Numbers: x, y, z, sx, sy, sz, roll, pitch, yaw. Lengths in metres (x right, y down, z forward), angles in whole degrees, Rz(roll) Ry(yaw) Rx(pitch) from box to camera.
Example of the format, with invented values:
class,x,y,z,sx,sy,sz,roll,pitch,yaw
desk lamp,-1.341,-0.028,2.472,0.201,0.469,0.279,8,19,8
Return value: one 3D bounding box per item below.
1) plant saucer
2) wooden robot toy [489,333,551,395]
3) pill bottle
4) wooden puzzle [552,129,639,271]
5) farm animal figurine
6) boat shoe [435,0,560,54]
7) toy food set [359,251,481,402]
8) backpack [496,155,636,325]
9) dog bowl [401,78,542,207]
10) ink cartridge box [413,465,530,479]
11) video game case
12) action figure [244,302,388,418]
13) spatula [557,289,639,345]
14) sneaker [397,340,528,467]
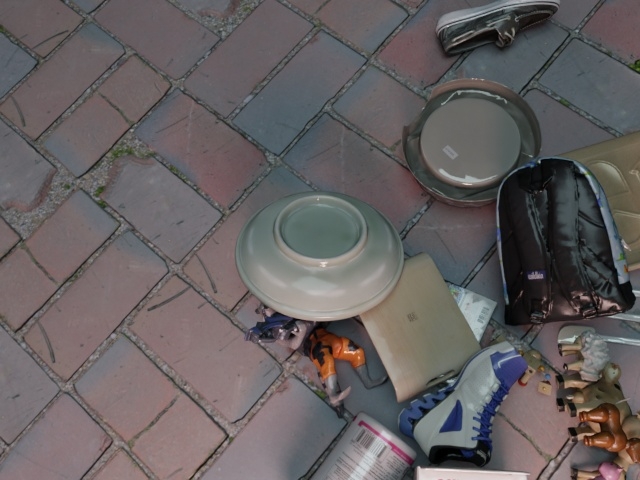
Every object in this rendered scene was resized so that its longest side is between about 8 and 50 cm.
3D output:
class,x,y,z,sx,sy,sz,roll,pitch,yaw
plant saucer,0.000,0.000,1.529,0.401,0.100,0.400,1,48,-1
wooden robot toy,0.475,0.280,1.524,0.173,0.076,0.079,38,44,18
pill bottle,0.067,0.529,1.420,0.160,0.160,0.283,35,78,17
wooden puzzle,0.773,-0.099,1.609,0.322,0.080,0.347,-16,65,0
farm animal figurine,0.610,0.399,1.376,0.172,0.330,0.326,-7,41,7
boat shoe,0.490,-0.583,1.805,0.335,0.121,0.119,-12,77,14
toy food set,0.208,0.192,1.530,0.220,0.092,0.306,-22,68,-12
backpack,0.533,-0.015,1.492,0.290,0.273,0.355,-16,97,34
dog bowl,0.381,-0.241,1.690,0.349,0.102,0.348,-2,70,7
ink cartridge box,0.288,0.510,1.296,0.207,0.353,0.119,1,71,7
video game case,0.279,0.209,1.571,0.210,0.042,0.232,23,75,15
action figure,-0.043,0.245,1.510,0.330,0.341,0.178,44,124,26
spatula,0.686,0.172,1.549,0.242,0.019,0.168,5,70,9
sneaker,0.336,0.381,1.419,0.315,0.127,0.182,-38,42,5
